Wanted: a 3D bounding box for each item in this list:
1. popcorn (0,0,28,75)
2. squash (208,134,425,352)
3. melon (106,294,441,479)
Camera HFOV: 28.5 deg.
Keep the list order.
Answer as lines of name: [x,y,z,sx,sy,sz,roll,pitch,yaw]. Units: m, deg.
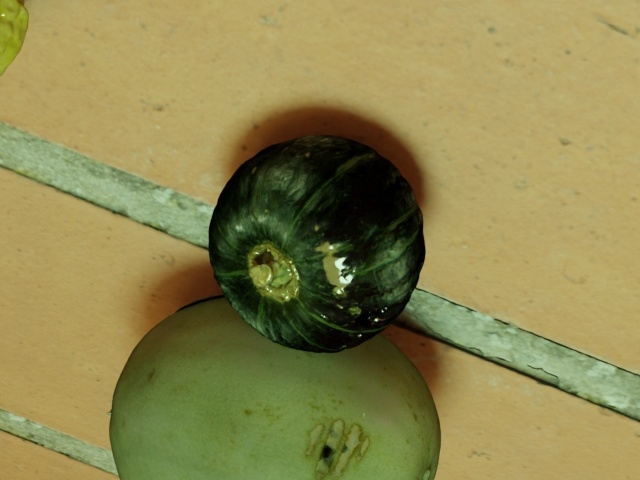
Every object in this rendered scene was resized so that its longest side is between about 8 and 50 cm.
popcorn: [-0.322,-0.210,0.974,0.194,0.163,0.140,11,172,-39]
squash: [-0.003,0.001,1.058,0.193,0.156,0.193,30,149,20]
melon: [-0.054,0.187,1.195,0.330,0.268,0.268,13,140,21]
